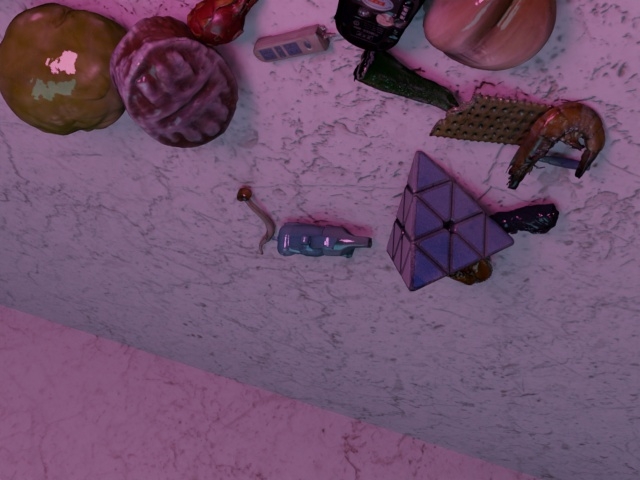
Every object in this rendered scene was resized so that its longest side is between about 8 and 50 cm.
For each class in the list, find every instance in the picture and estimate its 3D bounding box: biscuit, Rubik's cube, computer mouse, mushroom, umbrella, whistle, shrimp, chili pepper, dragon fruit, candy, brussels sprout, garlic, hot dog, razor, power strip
[{"bbox_3d":[0.326,-0.229,1.431,0.203,0.016,0.144,6,152,-14],"label":"biscuit"},{"bbox_3d":[0.250,-0.015,1.670,0.228,0.229,0.233,48,-171,31],"label":"Rubik's cube"},{"bbox_3d":[0.099,-0.409,1.233,0.137,0.096,0.233,25,157,-5],"label":"computer mouse"},{"bbox_3d":[-0.163,-0.044,2.037,0.068,0.043,0.306,25,156,25],"label":"mushroom"},{"bbox_3d":[0.418,-0.036,1.704,0.248,0.071,0.071,-10,140,37],"label":"umbrella"},{"bbox_3d":[0.000,0.000,1.969,0.273,0.093,0.186,3,173,20],"label":"whistle"},{"bbox_3d":[0.452,-0.166,1.440,0.150,0.051,0.217,22,129,-17],"label":"shrimp"},{"bbox_3d":[0.174,-0.286,1.410,0.226,0.088,0.059,25,164,-16],"label":"chili pepper"},{"bbox_3d":[-0.163,-0.415,1.369,0.190,0.094,0.094,-19,135,33],"label":"dragon fruit"},{"bbox_3d":[-0.288,-0.310,1.488,0.157,0.214,0.289,53,-178,32],"label":"candy"},{"bbox_3d":[-0.521,-0.348,1.542,0.273,0.243,0.316,4,158,-30],"label":"brussels sprout"},{"bbox_3d":[0.265,-0.356,1.222,0.217,0.110,0.228,22,150,-14],"label":"garlic"},{"bbox_3d":[0.309,0.030,1.864,0.267,0.075,0.144,28,151,-12],"label":"hot dog"},{"bbox_3d":[0.474,-0.160,1.508,0.134,0.040,0.068,11,151,-1],"label":"razor"},{"bbox_3d":[-0.051,-0.375,1.433,0.191,0.030,0.047,-3,145,32],"label":"power strip"}]
